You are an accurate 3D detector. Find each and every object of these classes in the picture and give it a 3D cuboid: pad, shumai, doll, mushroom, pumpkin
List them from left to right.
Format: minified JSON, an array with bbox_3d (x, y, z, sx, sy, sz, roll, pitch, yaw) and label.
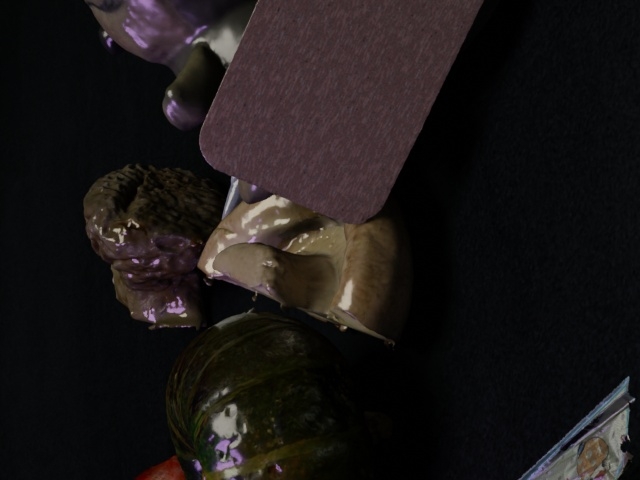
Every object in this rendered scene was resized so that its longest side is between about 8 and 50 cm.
[{"bbox_3d":[-0.188,0.017,2.190,0.206,0.166,0.175,-80,-2,-71],"label":"shumai"},{"bbox_3d":[-0.045,-0.272,1.779,0.378,0.382,0.252,-34,4,8],"label":"doll"},{"bbox_3d":[-0.027,0.187,1.768,0.260,0.189,0.260,162,90,-78],"label":"pumpkin"},{"bbox_3d":[0.000,0.000,1.821,0.285,0.156,0.151,17,84,52],"label":"mushroom"},{"bbox_3d":[0.019,-0.152,1.669,0.002,0.176,0.266,-94,28,-68],"label":"pad"}]

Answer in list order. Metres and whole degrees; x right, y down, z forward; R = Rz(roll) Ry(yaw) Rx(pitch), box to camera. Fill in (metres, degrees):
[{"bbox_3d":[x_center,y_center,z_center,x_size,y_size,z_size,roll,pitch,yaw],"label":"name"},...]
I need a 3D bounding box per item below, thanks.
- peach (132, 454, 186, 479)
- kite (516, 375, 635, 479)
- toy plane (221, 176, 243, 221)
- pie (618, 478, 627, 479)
[{"bbox_3d":[-0.167,0.362,2.033,0.154,0.159,0.267,16,94,58],"label":"peach"},{"bbox_3d":[0.158,0.289,1.374,0.368,0.014,0.406,13,89,63],"label":"kite"},{"bbox_3d":[-0.017,-0.127,1.931,0.267,0.088,0.212,-66,26,6],"label":"toy plane"},{"bbox_3d":[0.192,0.310,1.392,0.306,0.071,0.306,-29,57,57],"label":"pie"}]
